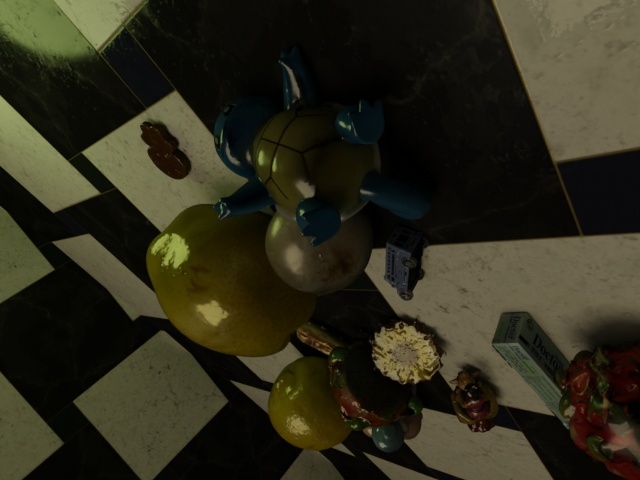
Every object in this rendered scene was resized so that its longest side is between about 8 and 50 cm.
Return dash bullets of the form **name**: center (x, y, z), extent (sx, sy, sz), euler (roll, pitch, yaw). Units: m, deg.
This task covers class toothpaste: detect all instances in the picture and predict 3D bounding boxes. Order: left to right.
- **toothpaste**: center (0.496, 0.292, 0.966), extent (0.336, 0.081, 0.067), euler (46, 146, -19)

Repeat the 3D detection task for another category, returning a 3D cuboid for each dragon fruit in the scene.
- **dragon fruit**: center (0.154, 0.410, 1.286), extent (0.295, 0.268, 0.130), euler (39, 141, 20)
- **dragon fruit**: center (0.574, 0.304, 0.783), extent (0.302, 0.237, 0.231), euler (23, 170, -2)

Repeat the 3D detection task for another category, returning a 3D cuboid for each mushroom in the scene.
- **mushroom**: center (0.000, 0.000, 0.925), extent (0.226, 0.178, 0.227), euler (-1, 110, -2)

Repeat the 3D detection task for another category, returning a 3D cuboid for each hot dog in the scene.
- **hot dog**: center (0.024, 0.332, 1.465), extent (0.269, 0.072, 0.109), euler (24, 149, 18)

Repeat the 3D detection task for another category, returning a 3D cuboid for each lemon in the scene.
- **lemon**: center (-0.021, 0.593, 1.627), extent (0.347, 0.348, 0.348), euler (23, 147, 16)

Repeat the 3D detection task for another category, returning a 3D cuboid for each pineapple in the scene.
- **pineapple**: center (0.229, 0.292, 1.185), extent (0.221, 0.047, 0.221), euler (10, 114, 23)

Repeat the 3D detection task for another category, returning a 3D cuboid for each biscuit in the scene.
- **biscuit**: center (-0.390, -0.224, 1.121), extent (0.124, 0.026, 0.175), euler (19, 146, 20)

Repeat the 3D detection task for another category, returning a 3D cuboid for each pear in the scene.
- **pear**: center (-0.209, 0.092, 1.090), extent (0.418, 0.362, 0.362), euler (35, 149, 8)

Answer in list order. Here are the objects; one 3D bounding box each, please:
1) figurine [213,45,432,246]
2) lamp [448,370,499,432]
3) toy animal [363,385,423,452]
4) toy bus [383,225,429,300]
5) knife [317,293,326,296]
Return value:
- **figurine**: center (-0.011, -0.142, 0.737), extent (0.416, 0.243, 0.298), euler (23, 104, 11)
- **lamp**: center (0.407, 0.422, 1.202), extent (0.118, 0.118, 0.253), euler (5, 140, 38)
- **toy animal**: center (0.224, 0.536, 1.457), extent (0.209, 0.229, 0.221), euler (0, 97, 16)
- **toy bus**: center (0.177, 0.050, 0.937), extent (0.076, 0.073, 0.167), euler (22, 144, 24)
- **knife**: center (-0.053, 0.156, 1.332), extent (0.061, 0.027, 0.343), euler (38, 152, -14)
